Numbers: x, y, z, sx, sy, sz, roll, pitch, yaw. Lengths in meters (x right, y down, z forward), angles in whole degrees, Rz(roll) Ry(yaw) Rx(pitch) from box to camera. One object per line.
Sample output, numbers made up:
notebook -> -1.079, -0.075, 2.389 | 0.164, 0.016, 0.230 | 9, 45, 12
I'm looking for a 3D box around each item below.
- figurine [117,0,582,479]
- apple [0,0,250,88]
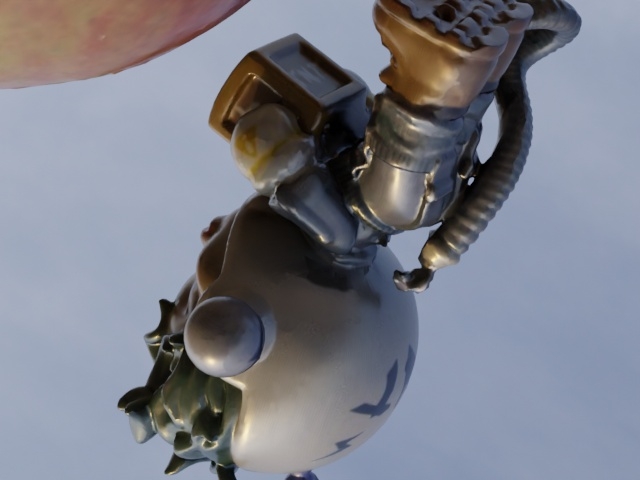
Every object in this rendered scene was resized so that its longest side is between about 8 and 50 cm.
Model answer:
figurine -> -0.003, 0.000, 1.181 | 0.186, 0.261, 0.382 | 36, -59, 21
apple -> -0.111, -0.194, 0.547 | 0.301, 0.301, 0.301 | -19, -128, 26
